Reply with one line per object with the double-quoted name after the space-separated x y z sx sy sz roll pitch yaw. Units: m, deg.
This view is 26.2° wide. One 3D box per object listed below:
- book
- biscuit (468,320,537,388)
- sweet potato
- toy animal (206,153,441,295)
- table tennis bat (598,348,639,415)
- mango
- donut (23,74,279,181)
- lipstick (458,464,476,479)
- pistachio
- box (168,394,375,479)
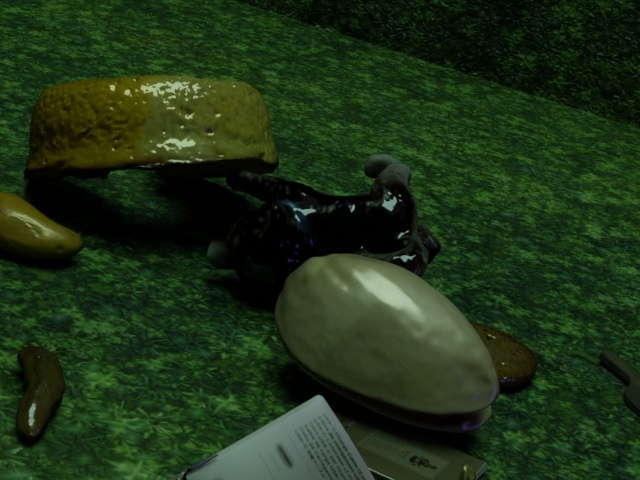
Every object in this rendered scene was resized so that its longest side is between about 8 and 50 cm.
0.091 0.263 1.695 0.198 0.016 0.138 22 23 22 "book"
0.224 0.165 2.007 0.188 0.027 0.188 11 21 -4 "biscuit"
-0.326 0.176 1.611 0.054 0.053 0.182 48 10 -26 "sweet potato"
0.000 0.000 2.021 0.344 0.194 0.303 -8 23 6 "toy animal"
0.495 0.229 2.030 0.131 0.022 0.234 -1 28 -32 "table tennis bat"
-0.439 -0.018 1.999 0.190 0.075 0.098 26 29 12 "mango"
-0.251 -0.184 2.233 0.435 0.163 0.377 -2 1 -42 "donut"
0.150 0.298 1.505 0.037 0.116 0.037 14 21 -5 "lipstick"
0.088 0.135 1.786 0.318 0.193 0.214 33 52 22 "pistachio"
-0.040 0.285 1.309 0.203 0.106 0.251 58 34 6 "box"
